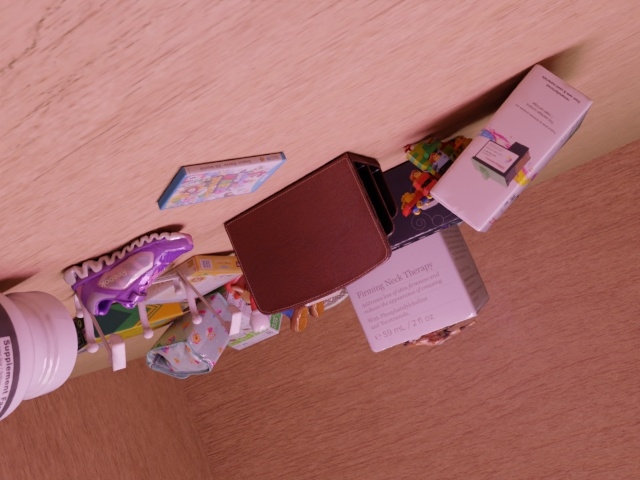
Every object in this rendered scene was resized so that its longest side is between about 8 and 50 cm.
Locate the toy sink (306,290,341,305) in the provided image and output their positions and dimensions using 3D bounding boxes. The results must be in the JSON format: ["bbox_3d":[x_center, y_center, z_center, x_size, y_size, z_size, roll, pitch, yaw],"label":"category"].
[{"bbox_3d":[0.000,0.031,1.369,0.152,0.131,0.234,-14,131,-52],"label":"toy sink"}]

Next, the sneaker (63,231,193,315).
[{"bbox_3d":[-0.329,0.062,0.919,0.236,0.105,0.095,-24,170,1],"label":"sneaker"}]

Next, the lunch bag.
[{"bbox_3d":[-0.411,0.308,1.635,0.262,0.160,0.223,-21,-153,36],"label":"lunch bag"}]

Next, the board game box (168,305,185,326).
[{"bbox_3d":[-0.531,0.302,1.927,0.090,0.090,0.020,-26,169,27],"label":"board game box"}]

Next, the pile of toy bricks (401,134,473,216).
[{"bbox_3d":[0.215,-0.155,1.014,0.212,0.105,0.118,-42,163,-23],"label":"pile of toy bricks"}]

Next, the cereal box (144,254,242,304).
[{"bbox_3d":[-0.325,0.102,1.316,0.240,0.048,0.173,-27,163,31],"label":"cereal box"}]

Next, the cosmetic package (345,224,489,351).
[{"bbox_3d":[0.271,0.077,1.584,0.329,0.394,0.327,-27,171,24],"label":"cosmetic package"}]

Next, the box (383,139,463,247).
[{"bbox_3d":[0.232,-0.094,1.193,0.270,0.165,0.143,-25,172,12],"label":"box"}]

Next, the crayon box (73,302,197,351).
[{"bbox_3d":[-0.538,0.225,1.461,0.202,0.081,0.318,-29,169,40],"label":"crayon box"}]

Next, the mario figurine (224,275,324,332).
[{"bbox_3d":[-0.148,0.173,1.498,0.320,0.170,0.198,21,180,32],"label":"mario figurine"}]

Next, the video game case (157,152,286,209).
[{"bbox_3d":[-0.146,-0.088,0.765,0.166,0.015,0.119,-17,169,-38],"label":"video game case"}]

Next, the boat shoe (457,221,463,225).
[{"bbox_3d":[0.493,-0.146,1.741,0.156,0.136,0.367,-22,162,-28],"label":"boat shoe"}]

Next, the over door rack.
[{"bbox_3d":[-0.336,0.162,1.031,0.239,0.108,0.324,-12,-161,-34],"label":"over door rack"}]

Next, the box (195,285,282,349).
[{"bbox_3d":[-0.303,0.271,1.839,0.231,0.127,0.262,32,139,-27],"label":"box"}]

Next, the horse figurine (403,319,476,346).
[{"bbox_3d":[0.385,0.286,1.626,0.174,0.066,0.263,-33,166,28],"label":"horse figurine"}]

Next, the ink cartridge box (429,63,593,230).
[{"bbox_3d":[0.347,-0.153,0.956,0.278,0.117,0.201,-51,164,13],"label":"ink cartridge box"}]

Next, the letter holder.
[{"bbox_3d":[0.000,0.000,1.008,0.301,0.215,0.152,-27,170,25],"label":"letter holder"}]

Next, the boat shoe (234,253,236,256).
[{"bbox_3d":[-0.158,0.029,1.363,0.136,0.043,0.049,-19,173,-18],"label":"boat shoe"}]

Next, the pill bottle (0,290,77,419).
[{"bbox_3d":[-0.536,0.170,0.693,0.210,0.210,0.363,-26,172,19],"label":"pill bottle"}]

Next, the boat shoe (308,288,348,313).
[{"bbox_3d":[0.082,0.111,1.939,0.500,0.187,0.156,-36,176,2],"label":"boat shoe"}]
